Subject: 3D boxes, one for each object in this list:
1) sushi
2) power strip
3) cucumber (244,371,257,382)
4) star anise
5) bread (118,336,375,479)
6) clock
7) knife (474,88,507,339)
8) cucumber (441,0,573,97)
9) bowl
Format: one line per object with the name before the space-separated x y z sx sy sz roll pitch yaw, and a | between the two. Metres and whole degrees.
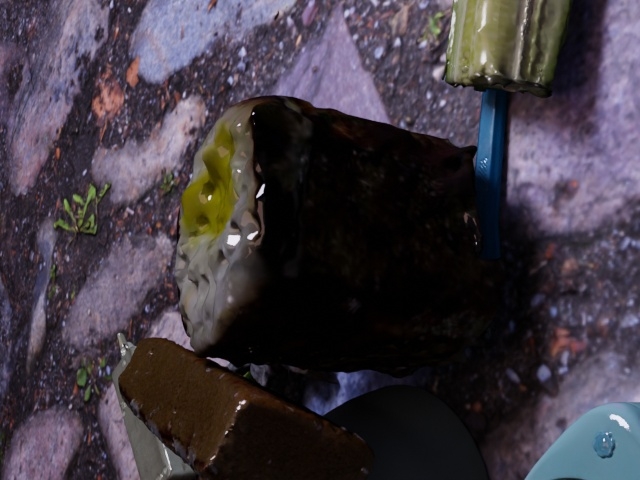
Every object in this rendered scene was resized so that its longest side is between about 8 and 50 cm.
sushi | 0.002 0.002 1.214 0.299 0.294 0.281 -3 81 64
power strip | -0.265 0.257 1.750 0.093 0.053 0.288 -52 47 37
cucumber | -0.124 0.230 1.569 0.250 0.056 0.056 -56 45 31
star anise | -0.064 0.092 1.474 0.230 0.081 0.262 -14 70 38
bread | -0.101 0.199 1.243 0.113 0.165 0.416 -62 21 -7
clock | 0.261 0.296 1.027 0.274 0.094 0.223 -55 45 35
knife | 0.182 -0.042 1.232 0.044 0.026 0.296 1 83 50
cucumber | 0.208 -0.308 1.175 0.145 0.105 0.325 -172 88 -80
bowl | 0.040 0.305 1.268 0.289 0.146 0.289 -10 78 53
